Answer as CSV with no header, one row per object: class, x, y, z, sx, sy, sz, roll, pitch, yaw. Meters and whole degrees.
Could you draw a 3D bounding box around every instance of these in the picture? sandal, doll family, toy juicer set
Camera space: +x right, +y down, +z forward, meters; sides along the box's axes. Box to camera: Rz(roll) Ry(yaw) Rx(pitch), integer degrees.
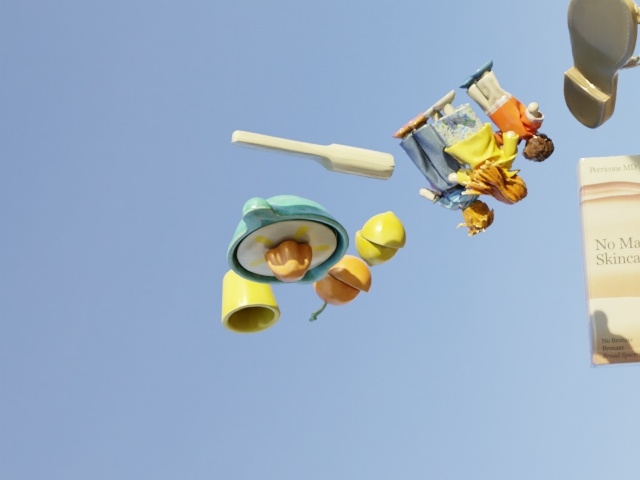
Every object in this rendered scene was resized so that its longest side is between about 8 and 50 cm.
sandal,0.317,-0.216,1.506,0.079,0.088,0.240,-38,-23,-17
doll family,0.174,-0.091,1.736,0.118,0.263,0.163,-41,-87,-32
toy juicer set,0.000,0.000,1.542,0.329,0.209,0.089,100,162,-55

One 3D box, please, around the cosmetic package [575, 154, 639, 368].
cosmetic package,0.451,0.031,2.018,0.129,0.153,0.296,44,-138,-79
